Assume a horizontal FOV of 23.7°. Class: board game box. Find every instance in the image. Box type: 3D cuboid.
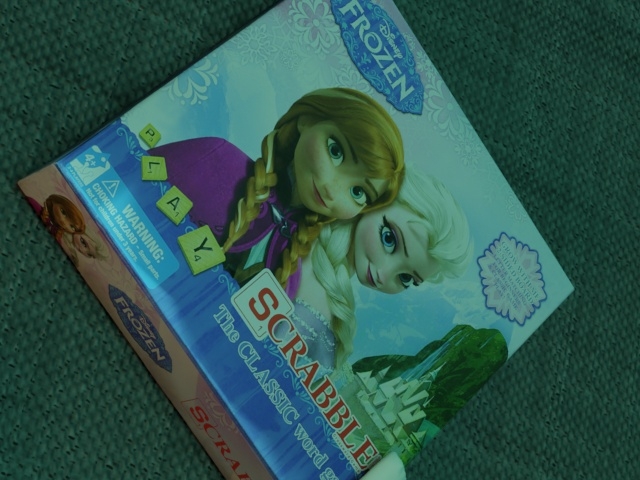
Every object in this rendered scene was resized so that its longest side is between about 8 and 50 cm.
[{"bbox_3d":[0.000,0.000,1.096,0.318,0.066,0.319,-42,104,-34],"label":"board game box"}]

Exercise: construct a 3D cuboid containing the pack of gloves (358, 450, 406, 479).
[{"bbox_3d":[0.012,0.286,1.006,0.232,0.046,0.195,-38,123,-35],"label":"pack of gloves"}]
